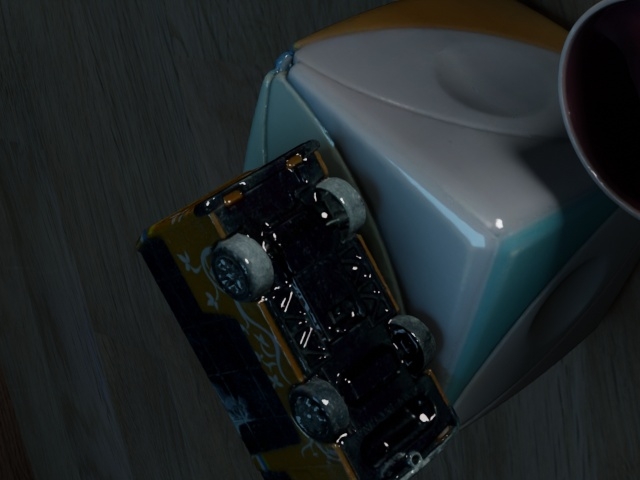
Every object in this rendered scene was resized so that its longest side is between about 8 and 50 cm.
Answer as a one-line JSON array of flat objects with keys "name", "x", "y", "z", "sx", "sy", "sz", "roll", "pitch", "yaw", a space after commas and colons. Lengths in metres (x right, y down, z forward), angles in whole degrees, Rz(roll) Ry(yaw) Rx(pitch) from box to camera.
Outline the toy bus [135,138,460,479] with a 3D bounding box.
[{"name": "toy bus", "x": -0.023, "y": 0.088, "z": 1.256, "sx": 0.194, "sy": 0.162, "sz": 0.323, "roll": -16, "pitch": 104, "yaw": 53}]

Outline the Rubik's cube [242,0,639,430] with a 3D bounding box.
[{"name": "Rubik's cube", "x": 0.142, "y": -0.040, "z": 1.418, "sx": 0.347, "sy": 0.352, "sz": 0.351, "roll": 43, "pitch": 137, "yaw": 27}]

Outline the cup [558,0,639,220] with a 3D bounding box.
[{"name": "cup", "x": 0.394, "y": -0.135, "z": 1.108, "sx": 0.288, "sy": 0.273, "sz": 0.208, "roll": 24, "pitch": 129, "yaw": 41}]
